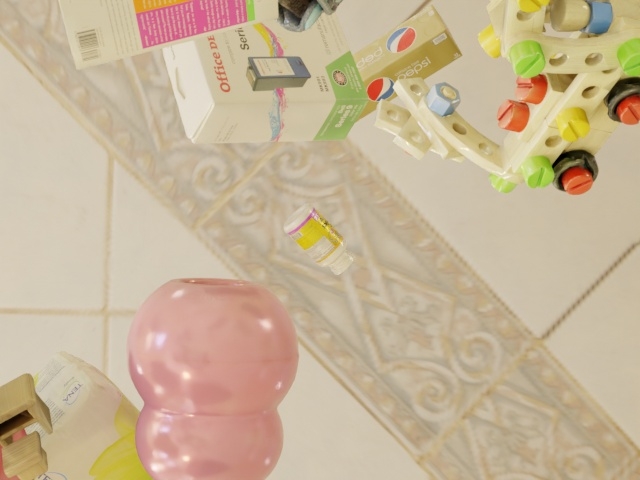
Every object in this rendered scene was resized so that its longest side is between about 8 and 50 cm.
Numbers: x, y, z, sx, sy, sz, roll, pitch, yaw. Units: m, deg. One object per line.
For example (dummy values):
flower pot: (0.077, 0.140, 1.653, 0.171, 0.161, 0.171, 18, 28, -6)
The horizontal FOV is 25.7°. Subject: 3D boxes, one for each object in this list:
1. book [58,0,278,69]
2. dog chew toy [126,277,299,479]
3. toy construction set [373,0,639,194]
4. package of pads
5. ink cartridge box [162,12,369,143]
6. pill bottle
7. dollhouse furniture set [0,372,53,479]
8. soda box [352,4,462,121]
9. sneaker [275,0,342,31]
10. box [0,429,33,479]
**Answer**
book: (-0.102, -0.169, 0.933, 0.144, 0.096, 0.035, -15, 53, -9)
dog chew toy: (-0.132, 0.213, 1.675, 0.207, 0.206, 0.332, 3, 94, -7)
toy construction set: (0.193, -0.147, 1.337, 0.215, 0.328, 0.151, 9, 62, -24)
package of pads: (-0.308, 0.297, 1.785, 0.101, 0.296, 0.229, 33, 76, 36)
ink cartridge box: (-0.069, -0.205, 1.714, 0.212, 0.093, 0.154, -4, 61, -26)
pill bottle: (0.000, 0.000, 1.604, 0.043, 0.043, 0.083, -46, 104, -6)
dollhouse furniture set: (-0.297, 0.196, 1.126, 0.161, 0.182, 0.101, -29, 128, 2)
soda box: (0.095, -0.237, 1.899, 0.181, 0.061, 0.058, -31, 135, 11)
sneaker: (-0.015, -0.248, 1.238, 0.104, 0.262, 0.125, 19, 106, 27)
box: (-0.411, 0.286, 1.494, 0.149, 0.232, 0.127, -5, 128, 10)
